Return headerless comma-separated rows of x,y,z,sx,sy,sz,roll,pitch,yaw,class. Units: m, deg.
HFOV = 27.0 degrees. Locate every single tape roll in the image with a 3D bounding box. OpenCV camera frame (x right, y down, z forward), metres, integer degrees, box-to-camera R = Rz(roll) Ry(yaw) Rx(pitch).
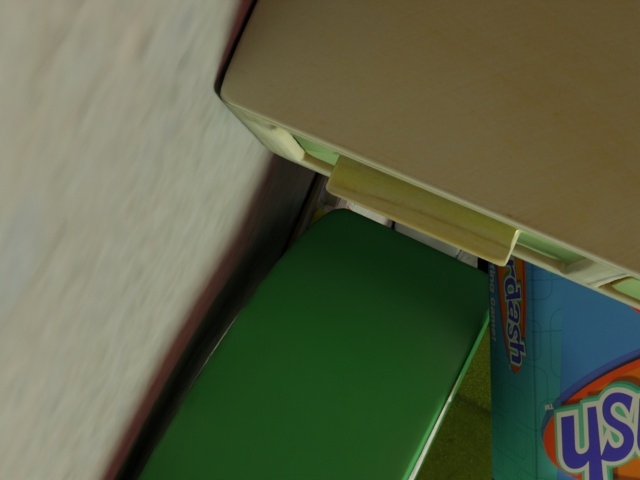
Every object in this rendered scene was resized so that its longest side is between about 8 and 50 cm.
-0.027,0.146,0.543,0.321,0.077,0.321,-62,172,-16,tape roll

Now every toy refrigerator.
0.117,-0.012,0.352,0.102,0.269,0.094,38,76,-84,toy refrigerator

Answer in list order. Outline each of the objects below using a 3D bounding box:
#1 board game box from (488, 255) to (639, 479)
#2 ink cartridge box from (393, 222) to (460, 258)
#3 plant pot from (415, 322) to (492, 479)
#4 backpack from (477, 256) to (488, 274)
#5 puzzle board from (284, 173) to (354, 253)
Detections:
0.138,-0.003,0.458,0.047,0.160,0.210,-156,-118,-76,board game box
0.123,-0.074,1.133,0.104,0.060,0.180,95,19,-69,ink cartridge box
0.092,0.285,1.082,0.353,0.366,0.366,-52,169,-19,plant pot
0.252,-0.028,1.128,0.355,0.273,0.290,-57,-171,42,backpack
0.000,0.000,0.604,0.128,0.011,0.096,36,78,-84,puzzle board
